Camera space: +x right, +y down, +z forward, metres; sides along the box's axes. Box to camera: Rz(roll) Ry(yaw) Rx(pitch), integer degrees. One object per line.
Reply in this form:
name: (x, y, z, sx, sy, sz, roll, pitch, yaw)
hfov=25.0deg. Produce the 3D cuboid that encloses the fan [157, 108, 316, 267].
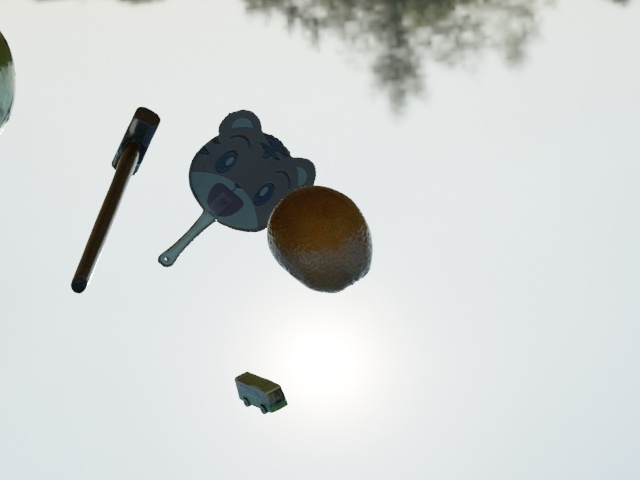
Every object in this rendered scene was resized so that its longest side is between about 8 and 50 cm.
fan: (-0.122, -0.049, 1.829, 0.226, 0.152, 0.008, -46, -156, 5)

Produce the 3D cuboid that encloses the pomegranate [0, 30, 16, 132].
pomegranate: (-0.368, -0.166, 1.266, 0.211, 0.263, 0.211, 13, -162, -4)

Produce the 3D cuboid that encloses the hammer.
hammer: (-0.299, -0.052, 2.079, 0.043, 0.111, 0.365, 24, -142, -11)

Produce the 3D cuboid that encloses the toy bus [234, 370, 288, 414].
toy bus: (-0.074, 0.191, 1.802, 0.031, 0.037, 0.083, -24, -161, -28)

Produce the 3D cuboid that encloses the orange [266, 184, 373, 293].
orange: (0.000, 0.000, 1.072, 0.085, 0.085, 0.085, -6, -167, 1)
